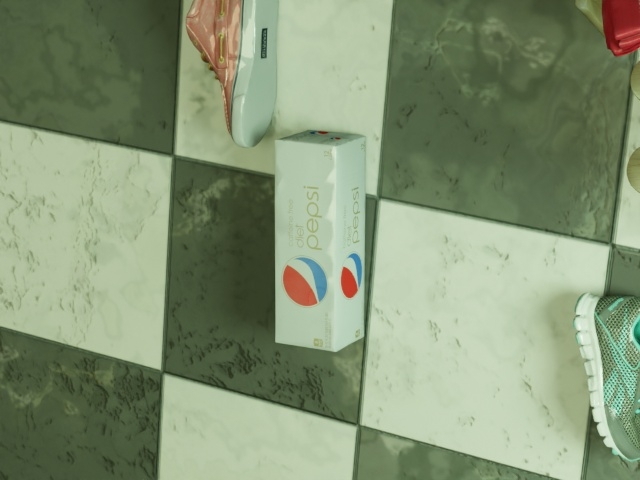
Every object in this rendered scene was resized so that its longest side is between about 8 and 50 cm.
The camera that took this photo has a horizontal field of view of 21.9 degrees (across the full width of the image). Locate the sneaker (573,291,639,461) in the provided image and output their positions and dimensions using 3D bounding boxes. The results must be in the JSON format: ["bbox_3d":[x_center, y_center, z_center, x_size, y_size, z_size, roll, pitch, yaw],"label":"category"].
[{"bbox_3d":[0.291,0.127,1.561,0.076,0.065,0.166,-11,98,27],"label":"sneaker"}]

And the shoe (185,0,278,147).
[{"bbox_3d":[-0.093,-0.187,1.704,0.081,0.063,0.178,10,101,29],"label":"shoe"}]

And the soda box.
[{"bbox_3d":[0.000,0.000,1.690,0.074,0.069,0.216,7,106,28],"label":"soda box"}]

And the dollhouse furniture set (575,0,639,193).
[{"bbox_3d":[0.307,-0.114,1.414,0.161,0.212,0.242,-2,74,28],"label":"dollhouse furniture set"}]

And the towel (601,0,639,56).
[{"bbox_3d":[0.356,-0.253,1.345,0.274,0.199,0.031,-15,135,17],"label":"towel"}]
